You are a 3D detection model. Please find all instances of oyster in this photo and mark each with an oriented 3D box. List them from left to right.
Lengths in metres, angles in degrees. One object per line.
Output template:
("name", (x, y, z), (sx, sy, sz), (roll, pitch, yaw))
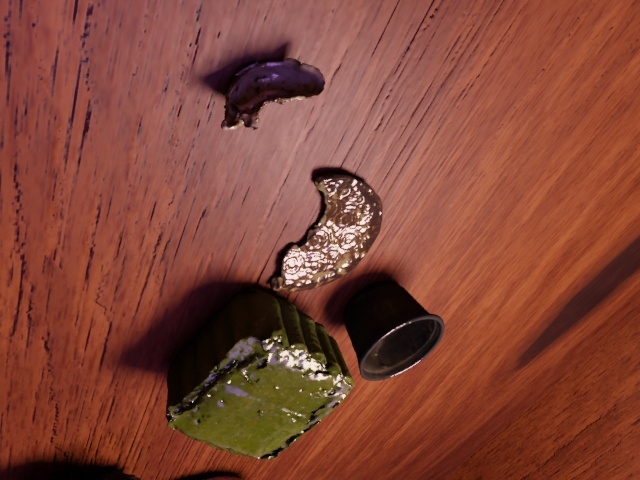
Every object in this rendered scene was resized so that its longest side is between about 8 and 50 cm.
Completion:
("oyster", (-0.041, -0.121, 0.382), (0.083, 0.080, 0.038), (10, 158, 1))

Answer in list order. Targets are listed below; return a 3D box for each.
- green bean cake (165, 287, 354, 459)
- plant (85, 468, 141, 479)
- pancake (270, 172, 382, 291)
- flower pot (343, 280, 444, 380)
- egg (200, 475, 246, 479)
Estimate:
("green bean cake", (-0.084, 0.194, 0.599), (0.200, 0.113, 0.214), (38, 103, -29))
("plant", (-0.382, 0.493, 0.690), (0.215, 0.213, 0.312), (-5, 169, -27))
("pancake", (0.000, 0.000, 0.565), (0.190, 0.020, 0.184), (-37, 140, 5))
("flower pot", (0.111, 0.142, 0.712), (0.157, 0.107, 0.157), (-16, 134, -17))
("egg", (-0.214, 0.603, 0.909), (0.271, 0.196, 0.196), (3, 130, -49))
